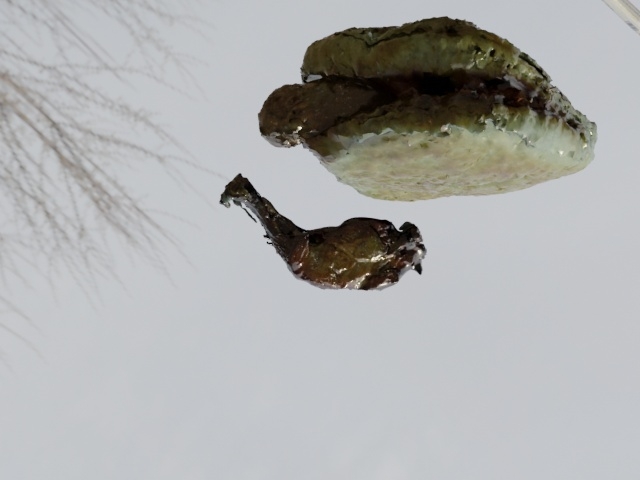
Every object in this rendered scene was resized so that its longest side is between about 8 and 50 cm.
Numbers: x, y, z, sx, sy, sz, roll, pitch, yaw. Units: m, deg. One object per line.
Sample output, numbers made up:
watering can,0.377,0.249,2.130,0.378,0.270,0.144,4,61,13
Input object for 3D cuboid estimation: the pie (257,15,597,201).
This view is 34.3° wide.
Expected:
pie,0.167,-0.151,1.392,0.395,0.418,0.180,-2,-103,31

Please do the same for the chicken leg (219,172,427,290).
chicken leg,0.000,0.000,1.190,0.051,0.253,0.105,-116,-136,-71

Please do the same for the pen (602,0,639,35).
pen,0.390,-0.339,1.416,0.028,0.239,0.028,-22,-123,38
